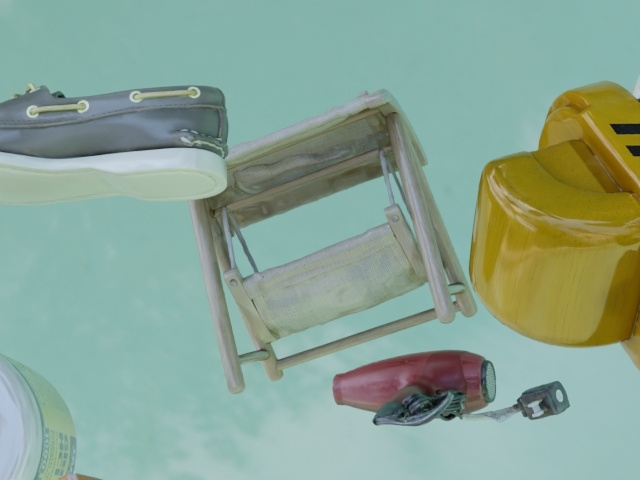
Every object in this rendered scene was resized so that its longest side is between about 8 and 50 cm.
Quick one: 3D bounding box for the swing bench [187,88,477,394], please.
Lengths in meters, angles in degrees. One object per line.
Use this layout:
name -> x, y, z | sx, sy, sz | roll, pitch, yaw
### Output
swing bench -> 0.000, 0.000, 1.670 | 0.253, 0.165, 0.255 | -19, 85, 13

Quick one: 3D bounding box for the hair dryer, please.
hair dryer -> 0.110, 0.162, 1.752 | 0.293, 0.223, 0.080 | -9, 81, 59

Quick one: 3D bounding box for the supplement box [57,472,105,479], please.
supplement box -> -0.194, 0.229, 0.885 | 0.233, 0.080, 0.078 | -36, 64, 8

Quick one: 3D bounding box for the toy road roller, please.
toy road roller -> 0.257, 0.021, 1.175 | 0.240, 0.203, 0.330 | -17, 50, -15

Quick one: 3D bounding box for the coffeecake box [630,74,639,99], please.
coffeecake box -> 0.327, -0.094, 1.446 | 0.142, 0.068, 0.186 | 104, 179, -58

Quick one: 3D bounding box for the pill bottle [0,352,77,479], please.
pill bottle -> -0.337, 0.199, 1.518 | 0.334, 0.187, 0.188 | 88, -155, -81

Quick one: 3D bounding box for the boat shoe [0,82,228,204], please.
boat shoe -> -0.229, -0.089, 1.395 | 0.304, 0.109, 0.091 | 0, 72, 10
